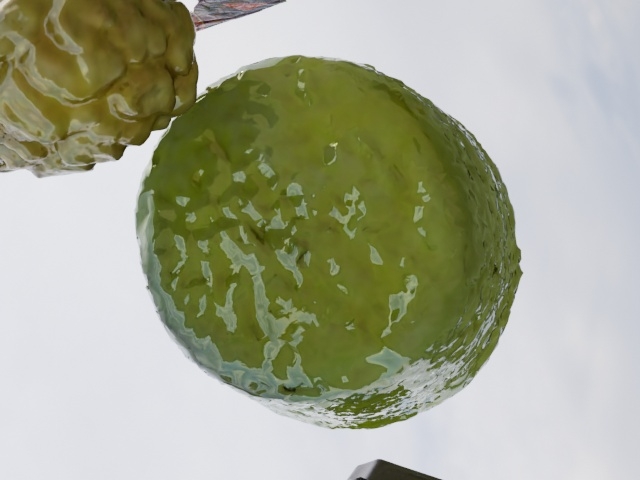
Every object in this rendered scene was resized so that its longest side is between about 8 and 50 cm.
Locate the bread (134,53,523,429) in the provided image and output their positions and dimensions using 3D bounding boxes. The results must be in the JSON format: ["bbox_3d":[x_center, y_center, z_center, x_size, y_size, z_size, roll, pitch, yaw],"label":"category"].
[{"bbox_3d":[0.000,0.000,1.174,0.308,0.348,0.348,29,-138,-74],"label":"bread"}]

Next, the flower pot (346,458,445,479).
[{"bbox_3d":[0.076,0.333,1.382,0.084,0.178,0.251,-60,-15,-53],"label":"flower pot"}]

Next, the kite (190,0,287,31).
[{"bbox_3d":[-0.089,-0.266,1.442,0.125,0.222,0.008,-9,-103,-34],"label":"kite"}]

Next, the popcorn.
[{"bbox_3d":[-0.210,-0.150,0.993,0.250,0.250,0.190,-52,-49,-65],"label":"popcorn"}]
